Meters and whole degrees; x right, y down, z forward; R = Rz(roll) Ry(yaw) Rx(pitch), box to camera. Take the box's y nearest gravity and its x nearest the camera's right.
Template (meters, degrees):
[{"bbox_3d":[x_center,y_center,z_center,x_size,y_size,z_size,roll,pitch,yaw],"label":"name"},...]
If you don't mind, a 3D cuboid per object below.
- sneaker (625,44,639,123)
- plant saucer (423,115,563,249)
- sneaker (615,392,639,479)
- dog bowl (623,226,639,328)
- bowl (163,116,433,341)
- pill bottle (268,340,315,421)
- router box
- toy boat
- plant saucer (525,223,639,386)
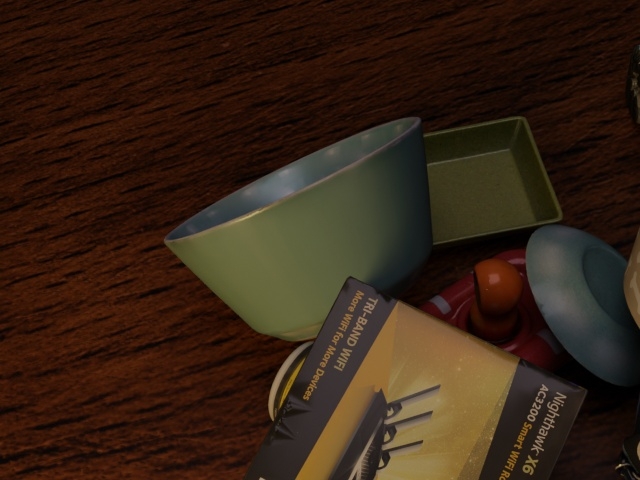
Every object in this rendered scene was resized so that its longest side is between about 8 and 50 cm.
[{"bbox_3d":[0.462,-0.148,1.217,0.122,0.110,0.283,-1,50,6],"label":"sneaker"},{"bbox_3d":[0.188,-0.063,1.239,0.188,0.045,0.188,-10,49,2],"label":"plant saucer"},{"bbox_3d":[0.311,0.240,0.858,0.129,0.147,0.330,-25,30,31],"label":"sneaker"},{"bbox_3d":[0.452,0.071,0.944,0.348,0.102,0.349,17,32,-11],"label":"dog bowl"},{"bbox_3d":[0.000,0.000,1.100,0.311,0.163,0.311,-24,11,5],"label":"bowl"},{"bbox_3d":[0.044,0.185,1.020,0.184,0.103,0.103,25,59,28],"label":"pill bottle"},{"bbox_3d":[0.066,0.224,0.900,0.242,0.081,0.309,25,79,13],"label":"router box"},{"bbox_3d":[0.183,0.079,1.050,0.231,0.151,0.151,-32,51,-16],"label":"toy boat"},{"bbox_3d":[0.300,0.058,1.040,0.195,0.037,0.195,23,47,-28],"label":"plant saucer"}]
